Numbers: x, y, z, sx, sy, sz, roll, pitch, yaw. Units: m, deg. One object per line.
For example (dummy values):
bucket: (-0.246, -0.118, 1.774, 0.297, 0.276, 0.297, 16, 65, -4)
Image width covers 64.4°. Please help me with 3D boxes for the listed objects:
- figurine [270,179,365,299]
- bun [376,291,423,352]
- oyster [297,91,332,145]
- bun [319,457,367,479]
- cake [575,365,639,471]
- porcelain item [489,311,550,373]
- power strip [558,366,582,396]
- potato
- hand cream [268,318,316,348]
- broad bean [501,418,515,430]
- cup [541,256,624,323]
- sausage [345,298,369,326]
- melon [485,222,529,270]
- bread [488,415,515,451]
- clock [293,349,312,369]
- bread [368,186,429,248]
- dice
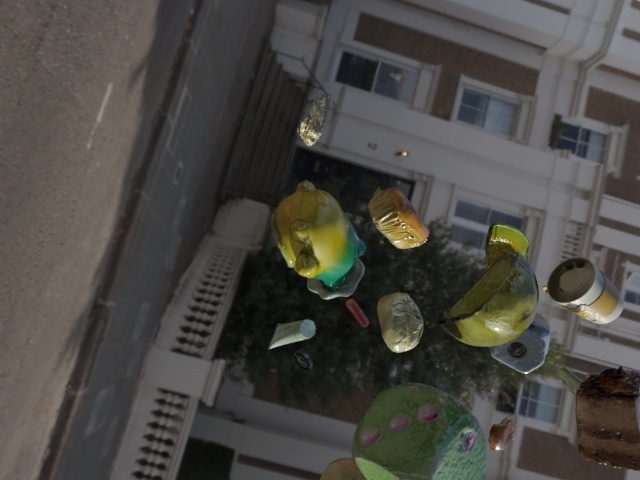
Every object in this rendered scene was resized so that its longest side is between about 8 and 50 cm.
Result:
figurine: (0.000, 0.000, 1.421, 0.340, 0.232, 0.323, 61, 28, -51)
bun: (0.309, 0.302, 1.927, 0.229, 0.145, 0.229, -16, 90, -70)
oyster: (-0.012, -0.403, 1.720, 0.209, 0.072, 0.133, -50, 167, 26)
bun: (0.104, 0.963, 1.797, 0.361, 0.213, 0.360, -168, -90, -78)
cake: (0.892, 0.518, 1.551, 0.199, 0.196, 0.292, -4, -80, 47)
porcelain item: (0.751, 0.354, 1.954, 0.178, 0.243, 0.405, -67, 165, 15)
power strip: (0.954, 0.547, 1.889, 0.268, 0.035, 0.092, -93, 158, -81)
potato: (0.561, 0.214, 1.541, 0.330, 0.213, 0.280, -48, 176, 1)
hand cream: (-0.082, 0.243, 1.337, 0.205, 0.050, 0.078, -26, -140, 56)
broad bean: (0.772, 0.775, 2.085, 0.063, 0.045, 0.083, 109, -21, -53)
cup: (0.940, 0.190, 1.843, 0.241, 0.226, 0.185, -18, -136, 59)
sausage: (0.127, 0.246, 1.695, 0.034, 0.129, 0.034, -25, -147, 18)
melon: (0.826, 0.038, 2.253, 0.129, 0.170, 0.264, -62, 153, -70)
bread: (0.690, 0.732, 1.914, 0.044, 0.126, 0.128, 24, -45, 56)
clock: (-0.064, 0.443, 1.883, 0.017, 0.085, 0.085, -35, 158, -35)
bread: (0.360, -0.093, 2.254, 0.389, 0.183, 0.235, 23, 44, -60)
dice: (0.321, 0.675, 1.642, 0.323, 0.318, 0.330, 8, -136, 49)
